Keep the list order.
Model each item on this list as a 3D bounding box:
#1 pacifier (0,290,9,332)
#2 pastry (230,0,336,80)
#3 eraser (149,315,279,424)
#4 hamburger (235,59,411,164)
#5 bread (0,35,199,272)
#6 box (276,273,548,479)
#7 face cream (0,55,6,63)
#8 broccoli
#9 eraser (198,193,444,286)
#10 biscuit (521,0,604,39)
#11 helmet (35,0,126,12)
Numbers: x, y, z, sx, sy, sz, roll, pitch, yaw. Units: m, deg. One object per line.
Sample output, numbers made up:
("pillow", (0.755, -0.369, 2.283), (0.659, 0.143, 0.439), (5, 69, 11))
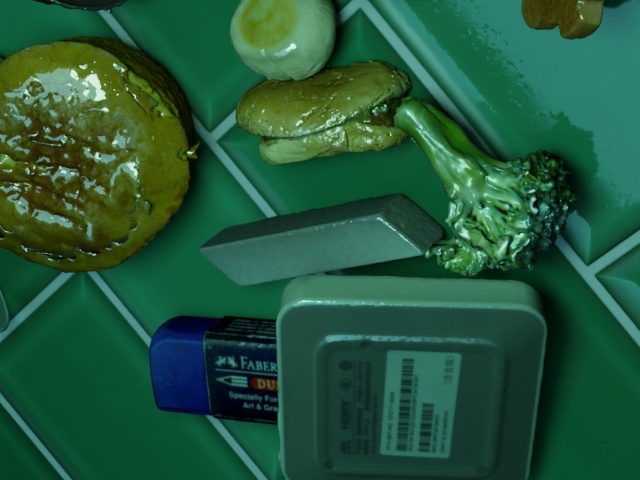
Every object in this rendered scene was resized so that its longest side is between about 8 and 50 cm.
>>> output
("pacifier", (-0.566, -0.023, 2.068), (0.269, 0.288, 0.343), (-35, 97, 2))
("pastry", (-0.052, -0.298, 1.799), (0.156, 0.092, 0.156), (-5, 76, 20))
("eraser", (-0.103, 0.200, 2.009), (0.332, 0.101, 0.155), (2, 109, 21))
("hamburger", (-0.004, -0.177, 1.821), (0.262, 0.131, 0.124), (-8, 105, 20))
("bread", (-0.362, -0.133, 1.925), (0.358, 0.204, 0.337), (-35, 102, 22))
("box", (0.122, 0.216, 1.830), (0.373, 0.090, 0.367), (0, 125, 2))
("face cream", (-0.560, -0.281, 2.048), (0.283, 0.073, 0.073), (28, 116, 11))
("broccoli", (0.199, -0.060, 1.749), (0.274, 0.177, 0.199), (27, 112, 14))
("eraser", (0.000, 0.001, 1.891), (0.352, 0.111, 0.077), (-10, 106, 25))
("biscuit", (0.305, -0.401, 1.580), (0.043, 0.284, 0.306), (-5, 84, -13))
("helmet", (-0.394, -0.447, 1.848), (0.177, 0.225, 0.305), (-14, 102, 55))
